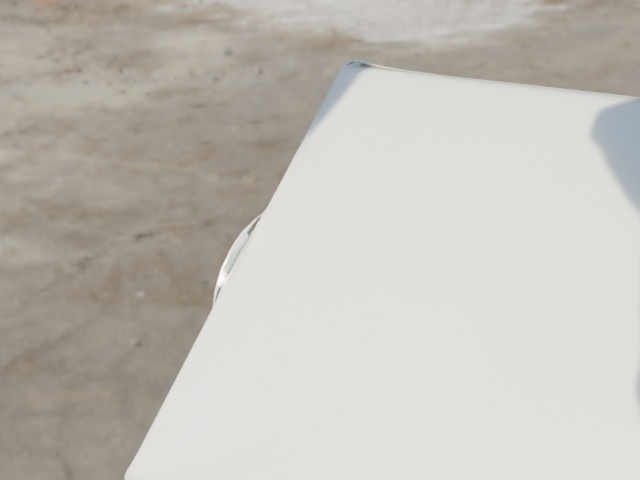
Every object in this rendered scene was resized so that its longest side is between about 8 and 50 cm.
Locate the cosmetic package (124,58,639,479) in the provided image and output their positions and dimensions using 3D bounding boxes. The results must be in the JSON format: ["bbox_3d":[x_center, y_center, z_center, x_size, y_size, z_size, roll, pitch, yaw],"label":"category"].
[{"bbox_3d":[0.128,0.070,0.429,0.365,0.197,0.155,16,-17,48],"label":"cosmetic package"}]
